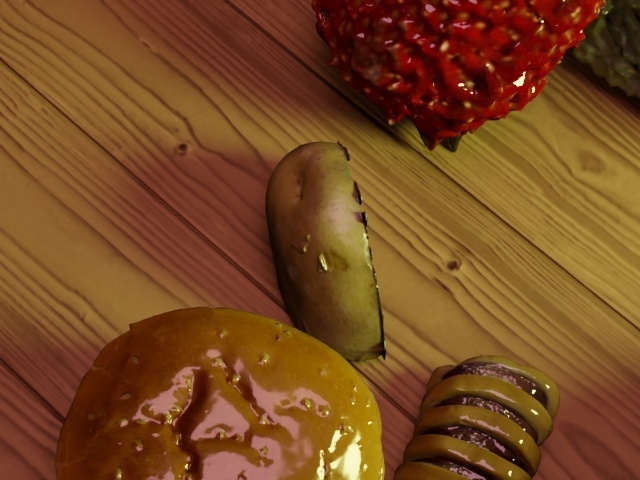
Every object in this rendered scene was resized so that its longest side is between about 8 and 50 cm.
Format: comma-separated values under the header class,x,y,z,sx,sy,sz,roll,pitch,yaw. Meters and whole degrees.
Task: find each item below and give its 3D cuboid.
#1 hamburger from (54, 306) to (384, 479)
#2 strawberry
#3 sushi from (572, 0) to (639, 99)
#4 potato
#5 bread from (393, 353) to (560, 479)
class,x,y,z,sx,sy,sz,roll,pitch,yaw
hamburger,-0.089,0.211,1.422,0.314,0.170,0.290,14,66,1
strawberry,0.149,-0.286,1.638,0.292,0.343,0.292,11,51,-14
sushi,0.485,-0.287,1.647,0.351,0.396,0.240,40,60,10
potato,0.000,0.000,1.572,0.098,0.138,0.243,-11,59,-7
bread,0.149,0.211,1.495,0.134,0.081,0.225,20,60,7
